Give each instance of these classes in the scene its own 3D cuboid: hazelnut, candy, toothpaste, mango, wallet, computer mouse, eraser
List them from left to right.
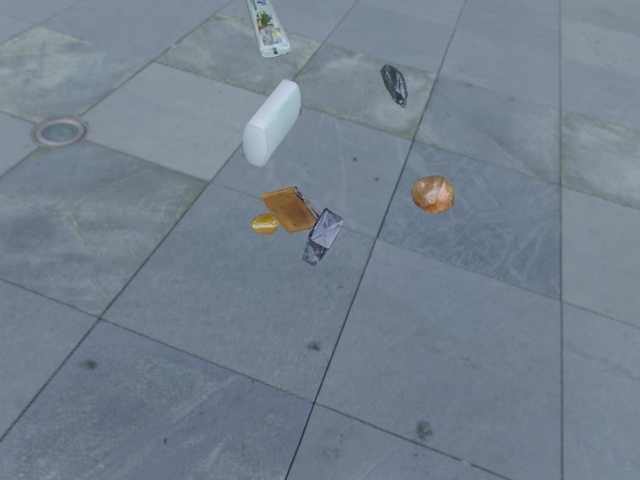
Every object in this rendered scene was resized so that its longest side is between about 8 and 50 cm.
[{"bbox_3d":[-0.131,-0.504,1.038,0.067,0.037,0.256,-17,80,-16],"label":"toothpaste"},{"bbox_3d":[-0.208,-0.064,1.841,0.114,0.060,0.080,-19,71,-23],"label":"mango"},{"bbox_3d":[-0.167,-0.422,1.743,0.104,0.189,0.290,25,53,5],"label":"eraser"},{"bbox_3d":[-0.094,-0.107,1.684,0.160,0.195,0.042,-10,44,36],"label":"wallet"},{"bbox_3d":[0.000,0.000,1.235,0.061,0.312,0.088,32,78,1],"label":"candy"},{"bbox_3d":[0.204,-0.413,1.291,0.047,0.079,0.135,-25,72,3],"label":"computer mouse"},{"bbox_3d":[0.416,-0.166,1.778,0.150,0.150,0.150,5,47,-5],"label":"hazelnut"}]
